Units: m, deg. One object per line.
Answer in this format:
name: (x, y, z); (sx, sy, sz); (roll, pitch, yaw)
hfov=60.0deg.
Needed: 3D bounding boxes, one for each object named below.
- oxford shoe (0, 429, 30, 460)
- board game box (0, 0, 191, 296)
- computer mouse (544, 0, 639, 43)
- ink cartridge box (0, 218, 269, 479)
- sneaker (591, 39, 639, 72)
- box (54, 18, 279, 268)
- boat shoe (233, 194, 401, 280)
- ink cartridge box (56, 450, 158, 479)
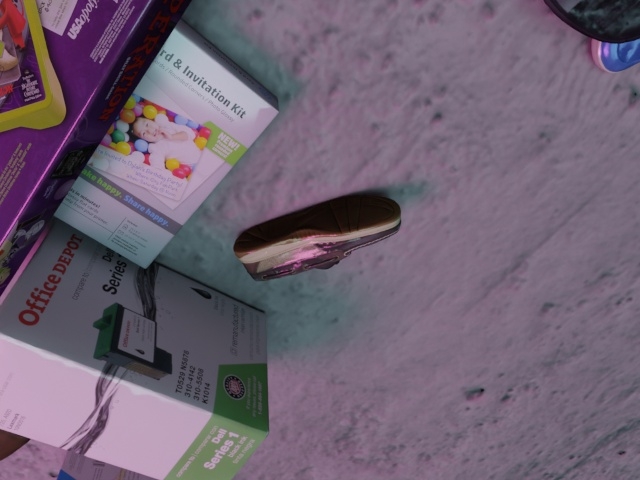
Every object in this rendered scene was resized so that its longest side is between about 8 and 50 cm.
oxford shoe: (-0.350, 0.121, 0.528); (0.096, 0.083, 0.227); (-25, 123, -13)
board game box: (-0.242, -0.107, 0.359); (0.208, 0.056, 0.347); (42, 111, -2)
computer mouse: (0.162, -0.259, 0.341); (0.262, 0.060, 0.184); (29, 130, -12)
ink cartridge box: (-0.161, 0.096, 0.473); (0.219, 0.160, 0.092); (29, 113, -22)
sneaker: (0.272, -0.179, 0.394); (0.058, 0.084, 0.152); (34, 113, -23)
box: (-0.146, -0.082, 0.438); (0.145, 0.038, 0.186); (36, 111, -24)
boat shoe: (0.000, 0.000, 0.498); (0.152, 0.056, 0.049); (-12, 127, 12)
ink cartridge box: (-0.229, 0.279, 0.620); (0.122, 0.088, 0.052); (12, 119, -13)
